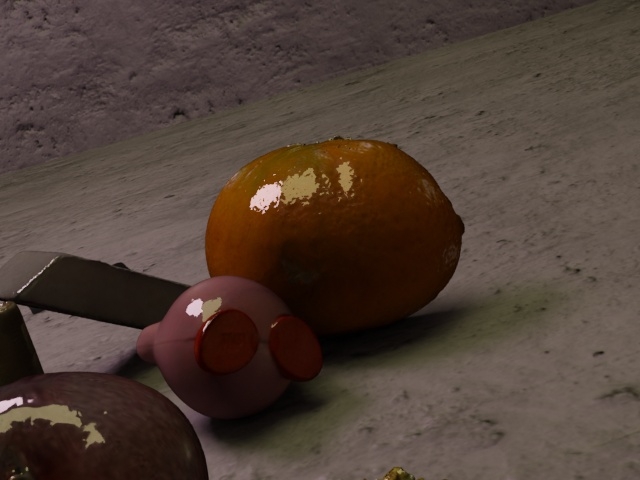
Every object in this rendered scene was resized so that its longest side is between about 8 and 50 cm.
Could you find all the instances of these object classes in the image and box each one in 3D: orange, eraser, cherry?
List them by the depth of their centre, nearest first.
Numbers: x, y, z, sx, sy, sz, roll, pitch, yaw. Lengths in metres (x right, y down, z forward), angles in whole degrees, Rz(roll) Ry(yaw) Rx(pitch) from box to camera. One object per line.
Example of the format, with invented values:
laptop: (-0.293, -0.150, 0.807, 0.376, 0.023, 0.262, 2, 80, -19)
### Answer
cherry: (-0.227, 0.222, 0.900, 0.261, 0.221, 0.307, -7, 5, -2)
orange: (-0.002, 0.004, 1.308, 0.310, 0.274, 0.274, 5, 26, 44)
eraser: (-0.282, 0.075, 1.392, 0.111, 0.077, 0.353, 4, -10, 44)

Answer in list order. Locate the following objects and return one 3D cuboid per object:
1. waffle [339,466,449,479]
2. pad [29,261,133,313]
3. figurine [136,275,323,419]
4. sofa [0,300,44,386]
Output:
waffle: (0.047, 0.252, 0.867, 0.191, 0.038, 0.191, -14, 18, 5)
pad: (-0.434, 0.083, 1.830, 0.193, 0.004, 0.116, -21, 19, -20)
figurine: (-0.109, 0.124, 1.174, 0.173, 0.173, 0.173, -14, 18, 4)
sofa: (-0.440, 0.195, 1.178, 0.182, 0.199, 0.258, -2, 20, 42)
